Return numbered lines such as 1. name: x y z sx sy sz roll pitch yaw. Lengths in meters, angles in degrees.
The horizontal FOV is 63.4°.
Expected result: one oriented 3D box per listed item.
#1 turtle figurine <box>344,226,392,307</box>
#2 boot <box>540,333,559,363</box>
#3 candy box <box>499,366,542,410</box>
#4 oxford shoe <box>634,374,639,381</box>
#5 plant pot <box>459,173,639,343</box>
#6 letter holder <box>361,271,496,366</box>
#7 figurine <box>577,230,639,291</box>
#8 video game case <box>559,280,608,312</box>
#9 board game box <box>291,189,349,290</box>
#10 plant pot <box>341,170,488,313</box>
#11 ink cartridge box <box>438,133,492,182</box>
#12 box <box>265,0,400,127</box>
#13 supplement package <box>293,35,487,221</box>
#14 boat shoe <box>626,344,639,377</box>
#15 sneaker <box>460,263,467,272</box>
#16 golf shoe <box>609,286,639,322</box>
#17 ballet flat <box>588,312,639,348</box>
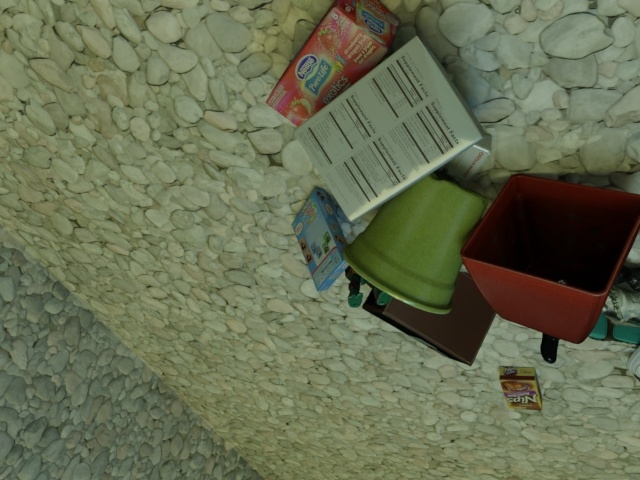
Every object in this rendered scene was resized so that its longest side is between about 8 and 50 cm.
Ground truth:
1. turtle figurine: 0.107 0.068 1.377 0.175 0.234 0.118 -17 138 4
2. boot: 0.641 0.262 1.403 0.045 0.121 0.099 18 146 1
3. candy box: 0.656 0.484 1.689 0.109 0.053 0.186 -6 134 27
4. oxford shoe: 0.972 0.307 1.308 0.133 0.130 0.364 39 137 -11
5. plant pot: 0.479 0.054 1.071 0.267 0.267 0.235 19 145 37
6. letter holder: 0.311 0.173 1.441 0.302 0.214 0.152 31 170 -13
7. figurine: 0.719 0.033 1.153 0.210 0.092 0.215 18 140 -9
8. video game case: 0.586 0.136 1.310 0.190 0.022 0.173 47 138 3
9. board game box: 0.000 0.000 1.332 0.039 0.211 0.160 -7 152 -32
10. plant pot: 0.225 -0.022 1.138 0.276 0.276 0.253 25 105 -5
11. ink cartridge box: 0.278 -0.196 1.097 0.135 0.056 0.099 24 140 -2
12. box: 0.019 -0.341 0.994 0.123 0.128 0.257 34 138 -15
13. supplement package: 0.134 -0.196 0.950 0.263 0.199 0.198 -33 89 23
14. boat shoe: 0.886 0.265 1.253 0.098 0.096 0.277 31 120 -27
15. sneaker: 0.349 0.037 1.319 0.225 0.088 0.092 16 162 3
16. golf shoe: 0.747 0.143 1.250 0.086 0.069 0.176 -24 150 28
17. ballet flat: 0.743 0.233 1.358 0.241 0.091 0.077 20 164 7
